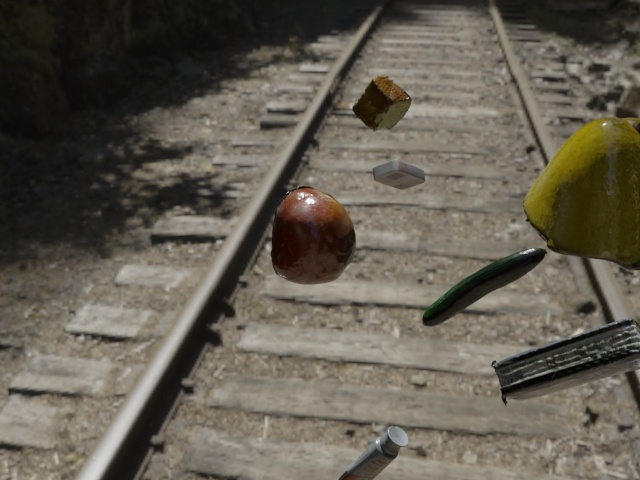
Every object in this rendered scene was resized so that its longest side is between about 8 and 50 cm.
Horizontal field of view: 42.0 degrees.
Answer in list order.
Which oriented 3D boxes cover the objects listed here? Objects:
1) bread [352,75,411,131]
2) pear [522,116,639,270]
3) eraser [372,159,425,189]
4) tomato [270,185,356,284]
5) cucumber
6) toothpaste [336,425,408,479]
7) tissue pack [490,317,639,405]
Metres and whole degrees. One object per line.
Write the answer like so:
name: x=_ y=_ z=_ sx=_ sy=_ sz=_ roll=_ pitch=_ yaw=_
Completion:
bread: x=0.110 y=-0.246 z=1.500 sx=0.077 sy=0.083 sz=0.070 roll=-21 pitch=66 yaw=-48
pear: x=0.423 y=-0.100 z=1.230 sx=0.267 sy=0.178 sz=0.267 roll=-5 pitch=33 yaw=3
eraser: x=0.156 y=-0.129 z=1.649 sx=0.065 sy=0.026 sz=0.105 roll=-21 pitch=-22 yaw=35
tomato: x=0.000 y=0.000 z=1.811 sx=0.181 sy=0.214 sz=0.155 roll=-19 pitch=26 yaw=-40
cucumber: x=0.315 y=0.089 z=1.636 sx=0.284 sy=0.056 sz=0.056 roll=-34 pitch=14 yaw=20
toothpaste: x=0.105 y=0.488 z=1.813 sx=0.089 sy=0.234 sz=0.057 roll=13 pitch=40 yaw=-32
tissue pack: x=0.633 y=0.305 z=2.081 sx=0.361 sy=0.122 sz=0.259 roll=-23 pitch=-19 yaw=21
